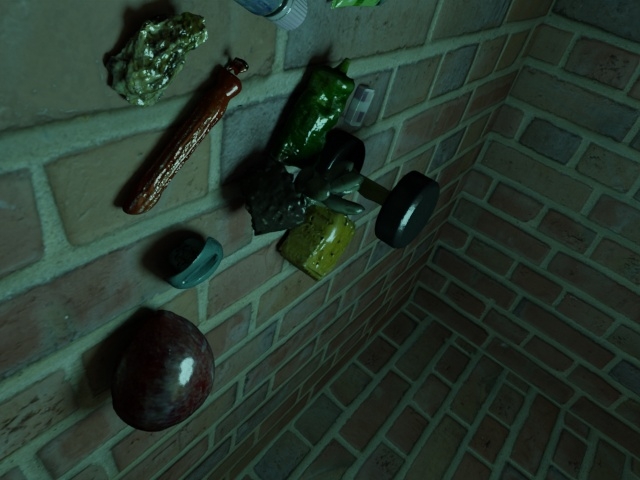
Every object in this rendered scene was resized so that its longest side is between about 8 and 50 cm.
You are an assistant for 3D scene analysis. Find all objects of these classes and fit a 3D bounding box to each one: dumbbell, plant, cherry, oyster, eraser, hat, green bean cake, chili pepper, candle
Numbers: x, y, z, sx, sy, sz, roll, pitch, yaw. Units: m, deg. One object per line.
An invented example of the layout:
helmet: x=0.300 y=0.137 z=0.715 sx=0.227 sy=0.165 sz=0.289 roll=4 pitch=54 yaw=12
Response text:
dumbbell: x=0.132 y=-0.140 z=1.174 sx=0.203 sy=0.322 sz=0.204 roll=-43 pitch=154 yaw=-27
plant: x=-0.038 y=-0.107 z=0.983 sx=0.274 sy=0.147 sz=0.149 roll=-12 pitch=179 yaw=-5
cherry: x=-0.347 y=0.291 z=0.984 sx=0.230 sy=0.202 sz=0.301 roll=-22 pitch=126 yaw=-50
oyster: x=-0.235 y=-0.267 z=0.632 sx=0.166 sy=0.053 sz=0.108 roll=-53 pitch=148 yaw=12
eraser: x=0.107 y=-0.367 z=1.200 sx=0.065 sy=0.026 sz=0.105 roll=-16 pitch=136 yaw=-53
hat: x=-0.277 y=0.040 z=0.940 sx=0.138 sy=0.078 sz=0.191 roll=-42 pitch=174 yaw=-11
green bean cake: x=0.000 y=0.000 z=1.353 sx=0.224 sy=0.131 sz=0.230 roll=-54 pitch=158 yaw=-4
chili pepper: x=-0.007 y=-0.288 z=0.998 sx=0.136 sy=0.099 sz=0.271 roll=17 pitch=115 yaw=-40
candle: x=-0.232 y=-0.176 z=0.767 sx=0.329 sy=0.048 sz=0.051 roll=-54 pitch=144 yaw=-2

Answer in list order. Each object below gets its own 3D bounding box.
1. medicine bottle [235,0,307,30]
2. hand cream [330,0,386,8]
medicine bottle: x=-0.095 y=-0.397 z=0.683 sx=0.203 sy=0.083 sz=0.084 roll=-1 pitch=122 yaw=-61
hand cream: x=0.090 y=-0.530 z=0.918 sx=0.175 sy=0.046 sz=0.095 roll=-28 pitch=147 yaw=-45
